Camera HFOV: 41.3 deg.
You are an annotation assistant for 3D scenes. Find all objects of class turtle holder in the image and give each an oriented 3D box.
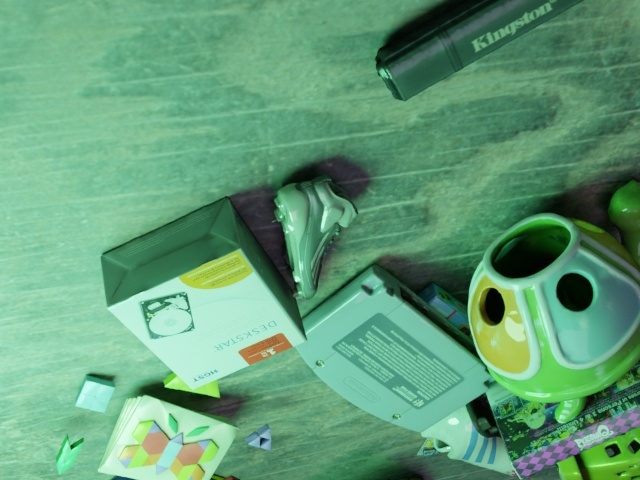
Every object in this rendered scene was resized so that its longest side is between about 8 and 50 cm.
[{"bbox_3d":[0.360,0.074,1.194,0.320,0.243,0.227,-24,123,12],"label":"turtle holder"}]

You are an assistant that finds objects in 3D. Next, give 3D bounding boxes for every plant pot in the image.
[{"bbox_3d":[0.538,0.373,1.624,0.207,0.227,0.228,-20,140,9],"label":"plant pot"}]

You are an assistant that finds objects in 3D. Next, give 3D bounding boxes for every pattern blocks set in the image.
[{"bbox_3d":[-0.230,0.317,1.299,0.325,0.026,0.285,10,108,-22],"label":"pattern blocks set"}]

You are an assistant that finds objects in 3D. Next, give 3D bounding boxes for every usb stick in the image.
[{"bbox_3d":[0.188,-0.240,0.913,0.278,0.045,0.077,-28,139,10],"label":"usb stick"}]

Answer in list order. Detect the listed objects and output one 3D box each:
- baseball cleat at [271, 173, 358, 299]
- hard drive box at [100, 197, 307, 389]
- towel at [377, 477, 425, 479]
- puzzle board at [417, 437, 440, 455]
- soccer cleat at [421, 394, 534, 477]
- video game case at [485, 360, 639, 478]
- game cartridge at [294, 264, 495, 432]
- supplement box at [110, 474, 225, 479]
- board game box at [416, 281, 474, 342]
[{"bbox_3d":[0.000,0.000,1.090,0.109,0.072,0.206,-20,145,-10],"label":"baseball cleat"},{"bbox_3d":[-0.145,0.076,1.103,0.181,0.089,0.232,-24,141,6],"label":"hard drive box"},{"bbox_3d":[0.023,0.585,1.737,0.370,0.040,0.271,-34,155,16],"label":"towel"},{"bbox_3d":[0.266,0.399,1.699,0.128,0.011,0.096,-2,137,-22],"label":"puzzle board"},{"bbox_3d":[0.303,0.377,1.628,0.143,0.116,0.331,-24,138,24],"label":"soccer cleat"},{"bbox_3d":[0.367,0.226,1.256,0.232,0.210,0.042,-28,113,10],"label":"video game case"},{"bbox_3d":[0.108,0.176,1.290,0.198,0.062,0.297,-36,121,27],"label":"game cartridge"},{"bbox_3d":[-0.235,0.550,1.521,0.195,0.194,0.356,-35,138,18],"label":"supplement box"},{"bbox_3d":[0.195,0.173,1.351,0.211,0.039,0.160,35,117,-26],"label":"board game box"}]
